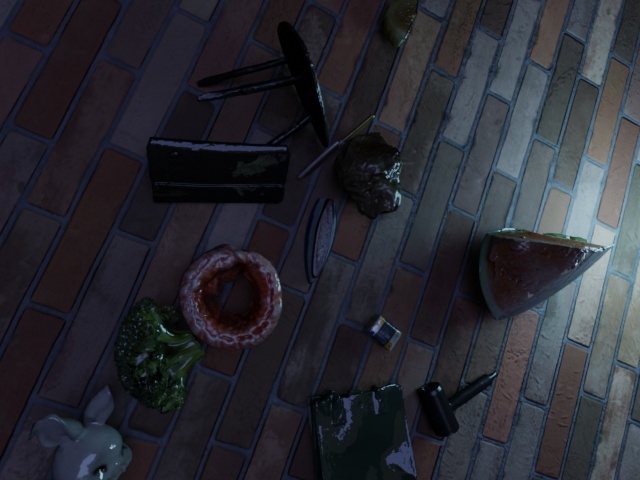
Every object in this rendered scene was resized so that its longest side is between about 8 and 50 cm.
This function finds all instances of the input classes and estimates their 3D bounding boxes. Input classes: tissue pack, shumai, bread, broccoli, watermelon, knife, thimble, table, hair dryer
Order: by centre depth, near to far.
[{"bbox_3d":[-0.347,0.248,0.929,0.176,0.198,0.226,-44,90,-1],"label":"broccoli"},{"bbox_3d":[-0.208,0.126,1.000,0.239,0.162,0.239,1,85,-12],"label":"thimble"},{"bbox_3d":[-0.142,-0.319,1.044,0.249,0.317,0.318,-23,90,-3],"label":"table"},{"bbox_3d":[0.039,-0.248,1.132,0.256,0.046,0.022,-40,85,6],"label":"knife"},{"bbox_3d":[0.120,-0.160,1.145,0.183,0.218,0.186,-4,124,-12],"label":"shumai"},{"bbox_3d":[0.166,0.243,1.148,0.083,0.042,0.062,43,73,-8],"label":"tissue pack"},{"bbox_3d":[0.387,0.410,1.189,0.255,0.070,0.128,-25,90,-24],"label":"hair dryer"},{"bbox_3d":[0.593,0.045,1.219,0.292,0.319,0.222,1,47,-52],"label":"watermelon"},{"bbox_3d":[0.221,-0.624,1.235,0.094,0.083,0.157,6,80,-12],"label":"bread"}]

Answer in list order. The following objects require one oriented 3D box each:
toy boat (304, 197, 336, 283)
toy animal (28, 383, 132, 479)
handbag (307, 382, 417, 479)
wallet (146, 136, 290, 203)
[{"bbox_3d":[0.000,0.000,1.130,0.080,0.046,0.229,16,78,-16],"label":"toy boat"},{"bbox_3d":[-0.480,0.473,0.867,0.154,0.208,0.326,-5,97,24],"label":"toy animal"},{"bbox_3d":[0.103,0.497,1.086,0.247,0.079,0.260,-5,85,-16],"label":"handbag"},{"bbox_3d":[-0.237,-0.156,1.030,0.320,0.171,0.044,0,39,-14],"label":"wallet"}]
